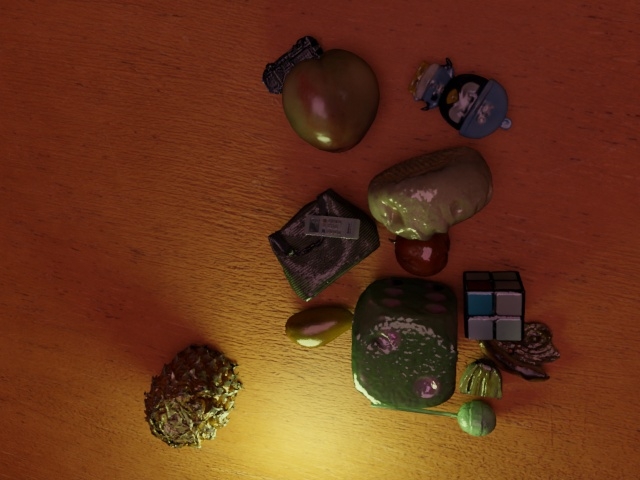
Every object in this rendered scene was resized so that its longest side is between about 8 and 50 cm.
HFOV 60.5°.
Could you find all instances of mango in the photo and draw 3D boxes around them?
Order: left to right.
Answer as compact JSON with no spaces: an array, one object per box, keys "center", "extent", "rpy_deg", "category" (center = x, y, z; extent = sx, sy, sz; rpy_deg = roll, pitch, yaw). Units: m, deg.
[{"center":[0.001,0.301,1.914],"extent":[0.253,0.113,0.139],"rpy_deg":[-13,100,9],"category":"mango"}]

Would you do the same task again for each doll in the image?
[{"center":[0.408,-0.403,1.577],"extent":[0.314,0.141,0.177],"rpy_deg":[29,115,6],"category":"doll"}]

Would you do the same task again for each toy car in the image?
[{"center":[-0.083,-0.535,1.689],"extent":[0.216,0.063,0.103],"rpy_deg":[-31,98,24],"category":"toy car"}]

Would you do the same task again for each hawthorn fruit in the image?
[{"center":[0.304,0.021,1.722],"extent":[0.200,0.179,0.179],"rpy_deg":[16,111,18],"category":"hawthorn fruit"}]

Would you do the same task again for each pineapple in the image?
[{"center":[-0.473,0.580,2.021],"extent":[0.352,0.300,0.353],"rpy_deg":[2,109,6],"category":"pineapple"}]

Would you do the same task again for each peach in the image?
[{"center":[0.035,-0.400,1.593],"extent":[0.292,0.292,0.247],"rpy_deg":[60,152,-9],"category":"peach"}]

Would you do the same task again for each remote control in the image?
[{"center":[0.034,-0.039,1.613],"extent":[0.162,0.029,0.061],"rpy_deg":[6,84,11],"category":"remote control"}]

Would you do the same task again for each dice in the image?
[{"center":[0.271,0.314,1.742],"extent":[0.318,0.322,0.331],"rpy_deg":[2,109,12],"category":"dice"}]

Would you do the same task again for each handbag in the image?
[{"center":[0.000,0.000,1.741],"extent":[0.340,0.247,0.240],"rpy_deg":[-39,97,7],"category":"handbag"}]

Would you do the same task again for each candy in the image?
[{"center":[0.390,0.605,1.934],"extent":[0.439,0.119,0.119],"rpy_deg":[2,108,19],"category":"candy"}]

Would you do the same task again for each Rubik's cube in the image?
[{"center":[0.539,0.201,1.718],"extent":[0.180,0.183,0.167],"rpy_deg":[0,106,16],"category":"Rubik's cube"}]

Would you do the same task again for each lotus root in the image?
[{"center":[0.552,0.458,1.854],"extent":[0.143,0.070,0.144],"rpy_deg":[11,119,13],"category":"lotus root"}]

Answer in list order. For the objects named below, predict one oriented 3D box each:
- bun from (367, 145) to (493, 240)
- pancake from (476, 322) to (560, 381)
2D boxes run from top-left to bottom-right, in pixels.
[{"center":[0.317,-0.129,1.584],"extent":[0.359,0.360,0.211],"rpy_deg":[-16,106,17],"category":"bun"},{"center":[0.656,0.380,1.815],"extent":[0.257,0.056,0.213],"rpy_deg":[-10,105,16],"category":"pancake"}]
